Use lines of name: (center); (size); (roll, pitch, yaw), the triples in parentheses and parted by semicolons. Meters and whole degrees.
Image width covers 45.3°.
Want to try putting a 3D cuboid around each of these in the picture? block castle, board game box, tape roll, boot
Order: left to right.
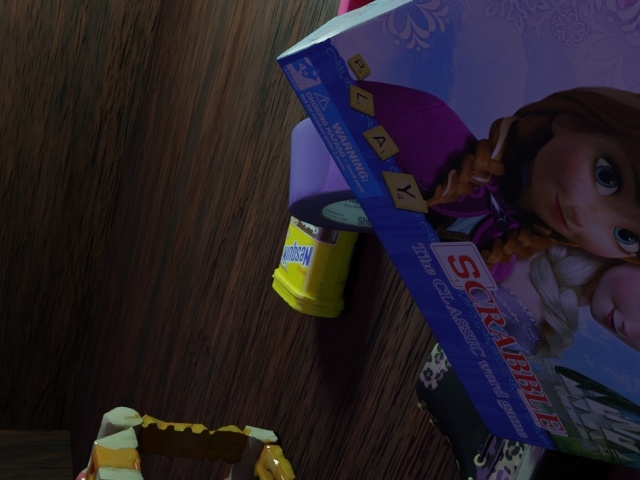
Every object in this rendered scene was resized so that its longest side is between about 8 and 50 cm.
block castle: (-0.146, 0.414, 0.951); (0.453, 0.303, 0.213); (39, 112, 61)
tape roll: (0.063, -0.064, 0.760); (0.189, 0.189, 0.080); (161, 114, -63)
boot: (0.134, 0.201, 0.662); (0.236, 0.085, 0.178); (-68, 26, 16)
board game box: (0.158, -0.006, 0.403); (0.318, 0.066, 0.319); (-5, 121, 55)

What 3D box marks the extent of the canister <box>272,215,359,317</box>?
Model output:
canister: (0.000, 0.000, 1.017); (0.126, 0.073, 0.170); (36, 115, 62)

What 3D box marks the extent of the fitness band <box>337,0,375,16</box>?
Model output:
fitness band: (0.094, -0.320, 0.926); (0.291, 0.054, 0.209); (-64, 30, 33)
